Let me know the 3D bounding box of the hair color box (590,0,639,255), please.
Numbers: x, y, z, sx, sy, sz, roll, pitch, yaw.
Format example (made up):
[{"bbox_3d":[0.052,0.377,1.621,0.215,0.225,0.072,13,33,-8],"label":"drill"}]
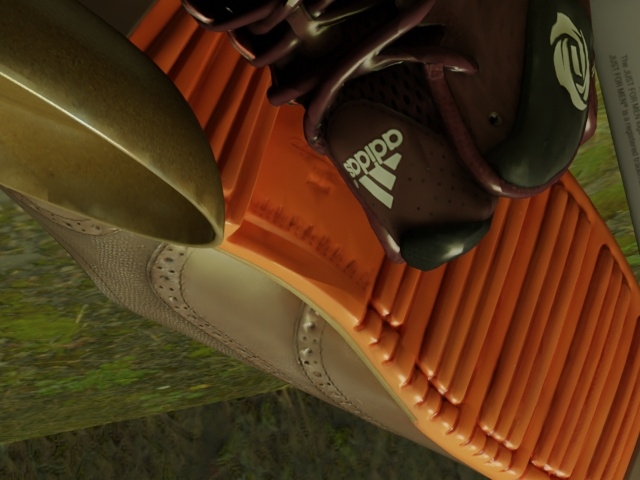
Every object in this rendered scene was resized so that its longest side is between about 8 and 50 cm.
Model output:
[{"bbox_3d":[0.317,-0.076,0.755,0.374,0.185,0.113,-17,168,27],"label":"hair color box"}]

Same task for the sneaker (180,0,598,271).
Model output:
[{"bbox_3d":[-0.005,-0.074,0.465,0.281,0.162,0.106,4,160,-45],"label":"sneaker"}]

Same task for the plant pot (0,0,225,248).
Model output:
[{"bbox_3d":[-0.127,-0.063,0.487,0.236,0.032,0.236,25,172,4],"label":"plant pot"}]

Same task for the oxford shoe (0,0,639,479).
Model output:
[{"bbox_3d":[0.000,0.000,0.718,0.363,0.130,0.133,38,151,-25],"label":"oxford shoe"}]
